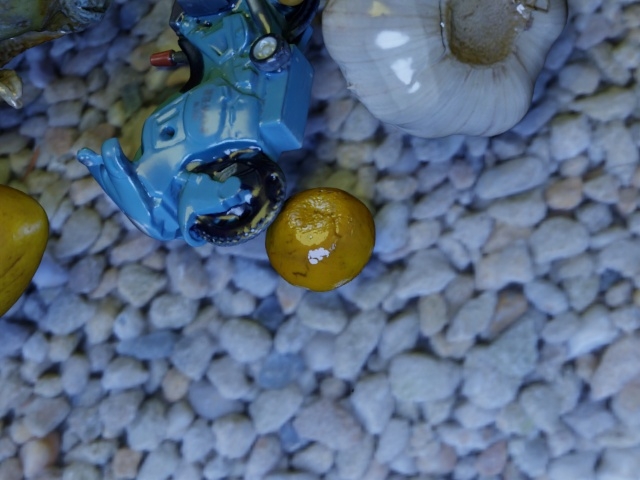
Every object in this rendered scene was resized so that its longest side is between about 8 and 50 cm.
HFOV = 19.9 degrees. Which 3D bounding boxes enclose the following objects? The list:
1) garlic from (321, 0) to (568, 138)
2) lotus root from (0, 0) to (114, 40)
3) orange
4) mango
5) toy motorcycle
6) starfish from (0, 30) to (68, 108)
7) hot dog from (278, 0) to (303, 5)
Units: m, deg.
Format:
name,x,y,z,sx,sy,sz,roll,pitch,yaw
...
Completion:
name,x,y,z,sx,sy,sz,roll,pitch,yaw
garlic,0.068,-0.185,1.370,0.199,0.199,0.226,-49,30,-7
lotus root,-0.344,-0.250,1.509,0.349,0.175,0.175,3,63,9
orange,0.000,0.000,1.344,0.083,0.070,0.083,-7,53,9
mango,-0.321,0.026,1.419,0.252,0.154,0.126,-26,44,17
toy motorcycle,-0.091,-0.105,1.415,0.182,0.123,0.272,-7,55,27
starfish,-0.395,-0.120,1.566,0.375,0.094,0.327,-27,39,-11
hot dog,0.002,-0.242,1.365,0.060,0.090,0.140,39,99,0
